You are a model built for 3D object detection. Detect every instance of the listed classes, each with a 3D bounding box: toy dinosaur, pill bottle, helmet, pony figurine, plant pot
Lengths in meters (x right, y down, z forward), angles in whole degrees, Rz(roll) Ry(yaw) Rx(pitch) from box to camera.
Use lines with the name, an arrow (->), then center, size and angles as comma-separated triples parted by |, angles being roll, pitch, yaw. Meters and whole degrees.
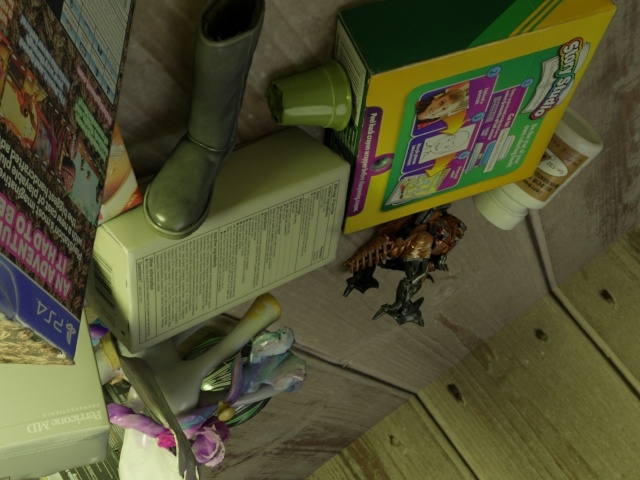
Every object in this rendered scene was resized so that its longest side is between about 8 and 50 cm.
toy dinosaur -> 0.141, 0.020, 1.545 | 0.322, 0.164, 0.218 | 7, 120, -34
pill bottle -> 0.386, -0.131, 1.557 | 0.131, 0.131, 0.229 | -7, 144, -50
helmet -> -0.162, 0.239, 1.454 | 0.169, 0.169, 0.161 | -20, 169, -35
pony figurine -> -0.198, 0.194, 1.101 | 0.363, 0.351, 0.303 | -26, 145, -35
plant pot -> -0.017, -0.163, 0.995 | 0.079, 0.083, 0.083 | -12, 150, -23

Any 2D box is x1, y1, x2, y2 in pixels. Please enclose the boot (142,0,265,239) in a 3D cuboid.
boot -> -0.113, -0.124, 0.853 | 0.208, 0.076, 0.190 | 123, -14, -55

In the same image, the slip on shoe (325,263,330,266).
slip on shoe -> 0.000, 0.000, 1.373 | 0.041, 0.051, 0.135 | -45, 153, -10

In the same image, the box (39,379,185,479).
box -> -0.319, 0.282, 1.220 | 0.183, 0.231, 0.056 | -12, 144, -46

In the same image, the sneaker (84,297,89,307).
sneaker -> -0.275, 0.037, 1.048 | 0.067, 0.042, 0.118 | -26, 153, -16

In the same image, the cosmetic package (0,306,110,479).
cosmetic package -> -0.303, 0.118, 0.886 | 0.127, 0.238, 0.107 | -10, 147, -25

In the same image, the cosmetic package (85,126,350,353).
cosmetic package -> -0.121, -0.009, 1.027 | 0.309, 0.113, 0.160 | -24, 138, -35

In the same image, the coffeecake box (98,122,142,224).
coffeecake box -> -0.261, -0.073, 0.819 | 0.142, 0.068, 0.185 | -31, 158, -15

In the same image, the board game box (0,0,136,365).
board game box -> -0.227, -0.098, 0.498 | 0.141, 0.291, 0.232 | 0, 157, 7

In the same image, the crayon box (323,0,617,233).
crayon box -> 0.170, -0.176, 1.118 | 0.313, 0.106, 0.363 | -18, 155, -13
